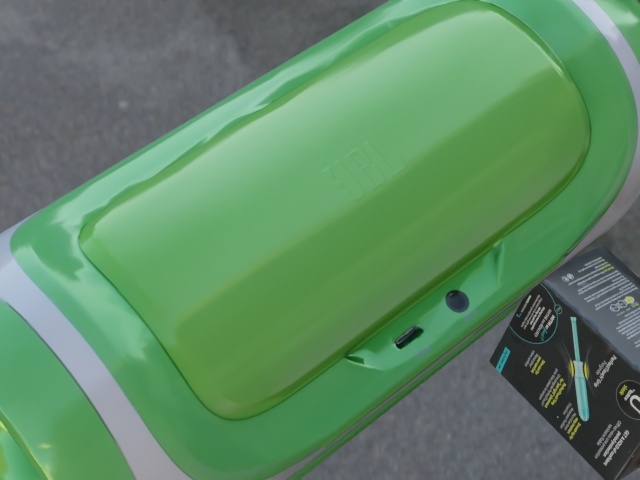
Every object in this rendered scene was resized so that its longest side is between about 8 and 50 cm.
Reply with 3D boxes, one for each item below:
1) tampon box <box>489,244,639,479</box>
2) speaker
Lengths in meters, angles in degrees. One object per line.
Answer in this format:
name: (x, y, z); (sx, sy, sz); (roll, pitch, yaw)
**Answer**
tampon box: (0.254, 0.108, 1.308); (0.101, 0.120, 0.161); (-21, 56, -39)
speaker: (0.000, 0.000, 0.548); (0.296, 0.131, 0.131); (-34, 54, -28)
